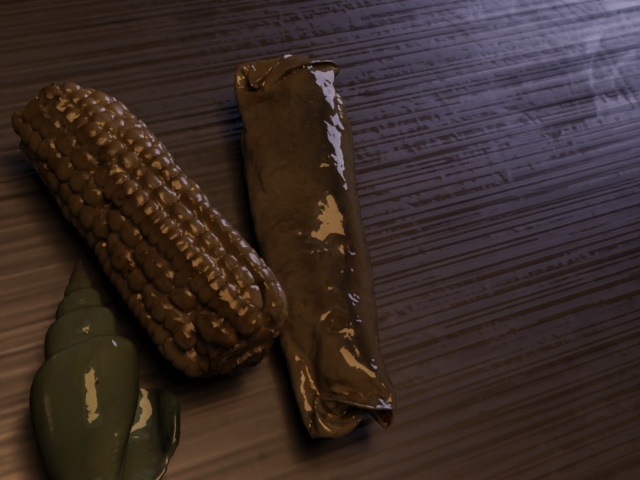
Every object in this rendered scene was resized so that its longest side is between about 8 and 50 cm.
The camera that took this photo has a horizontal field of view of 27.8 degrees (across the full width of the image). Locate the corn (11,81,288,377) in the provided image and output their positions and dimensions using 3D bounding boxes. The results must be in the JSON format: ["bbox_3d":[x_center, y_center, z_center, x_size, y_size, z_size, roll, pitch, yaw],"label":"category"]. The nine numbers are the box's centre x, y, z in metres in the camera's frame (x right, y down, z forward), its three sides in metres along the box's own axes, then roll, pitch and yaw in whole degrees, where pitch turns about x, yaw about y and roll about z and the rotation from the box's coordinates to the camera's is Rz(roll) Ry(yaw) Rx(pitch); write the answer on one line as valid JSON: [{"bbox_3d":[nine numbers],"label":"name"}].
[{"bbox_3d":[-0.101,-0.009,0.787,0.087,0.087,0.211,-25,68,-33],"label":"corn"}]

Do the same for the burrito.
[{"bbox_3d":[0.000,0.000,0.836,0.082,0.059,0.275,-3,61,-16],"label":"burrito"}]

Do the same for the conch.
[{"bbox_3d":[-0.126,0.094,0.729,0.065,0.088,0.180,-16,66,18],"label":"conch"}]
